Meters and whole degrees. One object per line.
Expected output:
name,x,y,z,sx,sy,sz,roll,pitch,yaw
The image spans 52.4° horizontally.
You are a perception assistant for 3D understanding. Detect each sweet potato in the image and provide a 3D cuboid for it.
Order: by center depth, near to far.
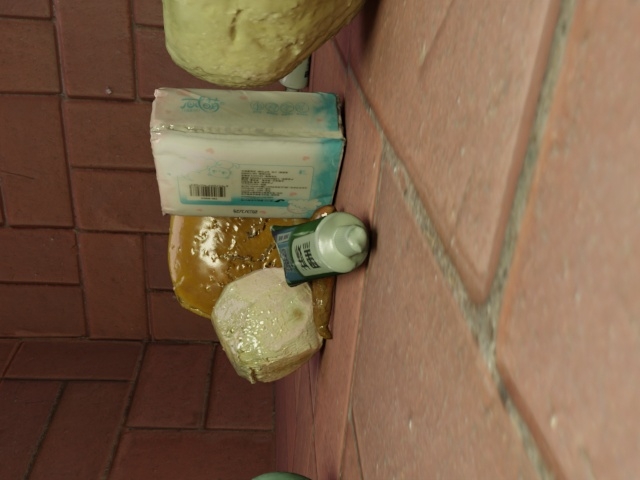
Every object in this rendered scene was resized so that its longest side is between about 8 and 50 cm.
sweet potato,0.004,0.045,0.934,0.050,0.050,0.214,-98,8,-62

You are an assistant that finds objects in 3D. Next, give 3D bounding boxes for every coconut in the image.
coconut,-0.076,0.132,1.079,0.194,0.194,0.195,-178,90,-84

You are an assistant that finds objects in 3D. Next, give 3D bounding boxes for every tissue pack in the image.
tissue pack,-0.108,-0.126,0.975,0.201,0.270,0.124,100,169,-54

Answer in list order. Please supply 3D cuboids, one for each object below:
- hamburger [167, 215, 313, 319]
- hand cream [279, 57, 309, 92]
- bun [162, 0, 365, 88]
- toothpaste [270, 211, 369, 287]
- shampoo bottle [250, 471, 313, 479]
hamburger,-0.146,0.014,1.245,0.174,0.284,0.305,179,93,-82
hand cream,-0.051,-0.517,1.641,0.124,0.077,0.341,-95,13,-57
bun,-0.046,-0.330,0.651,0.352,0.227,0.349,111,161,-81
toothpaste,-0.014,0.011,0.803,0.392,0.061,0.099,164,89,-74
shampoo bottle,-0.056,0.450,0.838,0.222,0.151,0.350,-86,0,-61
